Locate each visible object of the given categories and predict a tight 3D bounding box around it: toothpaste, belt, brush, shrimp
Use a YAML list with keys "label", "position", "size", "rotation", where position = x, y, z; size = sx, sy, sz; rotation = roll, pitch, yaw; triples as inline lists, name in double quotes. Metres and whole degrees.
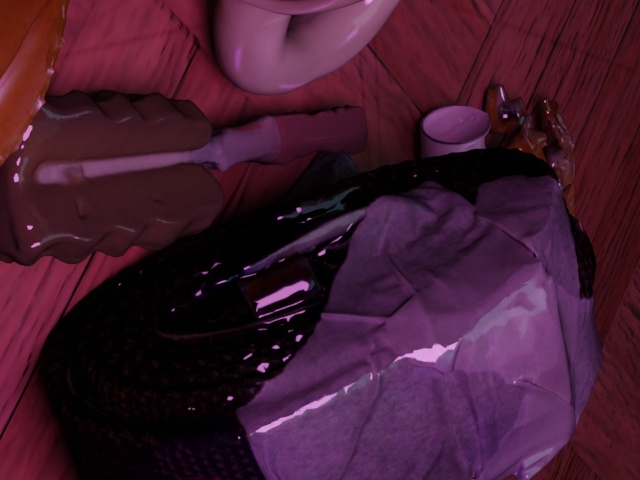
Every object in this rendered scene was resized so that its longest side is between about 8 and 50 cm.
- label: "toothpaste"
  position: [0.093, 0.002, 1.269]
  size: [0.071, 0.045, 0.193]
  rotation: [-42, 140, -39]
- label: "belt"
  position: [0.007, 0.052, 0.988]
  size: [0.289, 0.184, 0.164]
  rotation: [-24, 122, -13]
- label: "brush"
  position: [-0.058, -0.044, 1.007]
  size: [0.301, 0.071, 0.084]
  rotation: [-11, 108, -54]
- label: "shrimp"
  position: [0.144, -0.032, 1.332]
  size: [0.132, 0.052, 0.187]
  rotation: [-71, 157, -44]

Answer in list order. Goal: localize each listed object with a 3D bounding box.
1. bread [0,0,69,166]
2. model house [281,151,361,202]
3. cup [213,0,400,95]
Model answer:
- label: "bread"
  position: [-0.188, -0.082, 0.658]
  size: [0.070, 0.236, 0.236]
  rotation: [45, 65, -52]
- label: "model house"
  position: [0.000, 0.000, 1.127]
  size: [0.078, 0.066, 0.083]
  rotation: [68, 30, -28]
- label: "cup"
  position: [0.034, -0.189, 0.989]
  size: [0.202, 0.173, 0.255]
  rotation: [-37, 130, -41]
